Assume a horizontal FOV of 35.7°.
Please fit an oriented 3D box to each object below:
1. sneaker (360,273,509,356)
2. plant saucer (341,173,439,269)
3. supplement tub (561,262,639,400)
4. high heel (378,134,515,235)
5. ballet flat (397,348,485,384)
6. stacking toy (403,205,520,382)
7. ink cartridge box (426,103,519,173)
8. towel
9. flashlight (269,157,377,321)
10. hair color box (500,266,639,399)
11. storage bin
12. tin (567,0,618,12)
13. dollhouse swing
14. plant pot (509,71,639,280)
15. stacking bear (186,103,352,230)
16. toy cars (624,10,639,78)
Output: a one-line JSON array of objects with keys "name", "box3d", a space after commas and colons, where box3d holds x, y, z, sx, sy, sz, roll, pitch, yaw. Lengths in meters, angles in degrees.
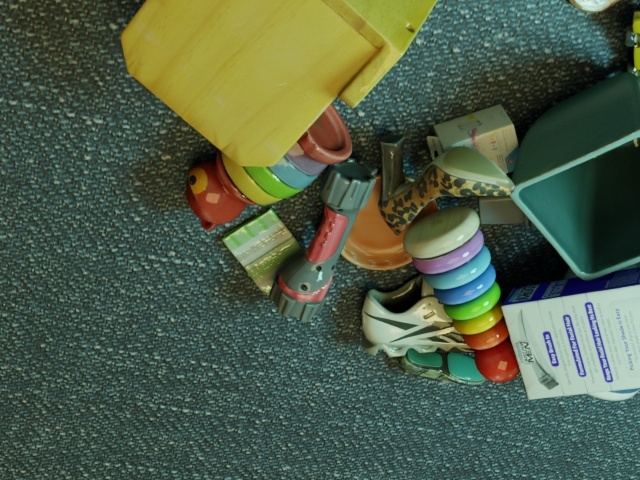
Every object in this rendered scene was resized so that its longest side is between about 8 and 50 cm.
[{"name": "sneaker", "box3d": [0.238, 0.129, 1.877, 0.330, 0.122, 0.146, -8, 124, -3]}, {"name": "plant saucer", "box3d": [0.115, -0.038, 1.808, 0.200, 0.037, 0.200, -3, 122, -5]}, {"name": "supplement tub", "box3d": [0.558, 0.114, 1.848, 0.228, 0.228, 0.316, 15, 119, -16]}, {"name": "high heel", "box3d": [0.210, -0.064, 1.664, 0.093, 0.261, 0.186, -35, 133, -39]}, {"name": "ballet flat", "box3d": [0.240, 0.255, 2.000, 0.188, 0.070, 0.070, 19, 117, -16]}, {"name": "stacking toy", "box3d": [0.273, 0.109, 1.778, 0.141, 0.141, 0.330, -24, 109, 8]}, {"name": "ink cartridge box", "box3d": [0.264, -0.159, 1.721, 0.143, 0.090, 0.092, -19, 121, 4]}, {"name": "towel", "box3d": [-0.095, 0.020, 1.828, 0.113, 0.023, 0.152, -31, 118, 9]}, {"name": "flashlight", "box3d": [0.000, 0.000, 1.741, 0.103, 0.103, 0.304, 18, 123, -6]}, {"name": "hair color box", "box3d": [0.501, 0.153, 1.696, 0.339, 0.110, 0.185, -12, 103, 27]}, {"name": "storage bin", "box3d": [0.324, -0.076, 1.765, 0.091, 0.135, 0.098, -5, 123, 9]}, {"name": "tin", "box3d": [0.479, -0.447, 1.607, 0.189, 0.040, 0.106, -34, 116, 13]}, {"name": "dollhouse swing", "box3d": [-0.066, -0.343, 1.482, 0.347, 0.315, 0.305, 39, 135, -9]}, {"name": "plant pot", "box3d": [0.483, -0.132, 1.658, 0.247, 0.252, 0.248, -26, 124, 32]}, {"name": "stacking bear", "box3d": [-0.106, -0.128, 1.657, 0.289, 0.175, 0.164, -32, 154, 24]}, {"name": "toy cars", "box3d": [0.650, -0.287, 1.692, 0.393, 0.087, 0.176, 27, 152, -23]}]
